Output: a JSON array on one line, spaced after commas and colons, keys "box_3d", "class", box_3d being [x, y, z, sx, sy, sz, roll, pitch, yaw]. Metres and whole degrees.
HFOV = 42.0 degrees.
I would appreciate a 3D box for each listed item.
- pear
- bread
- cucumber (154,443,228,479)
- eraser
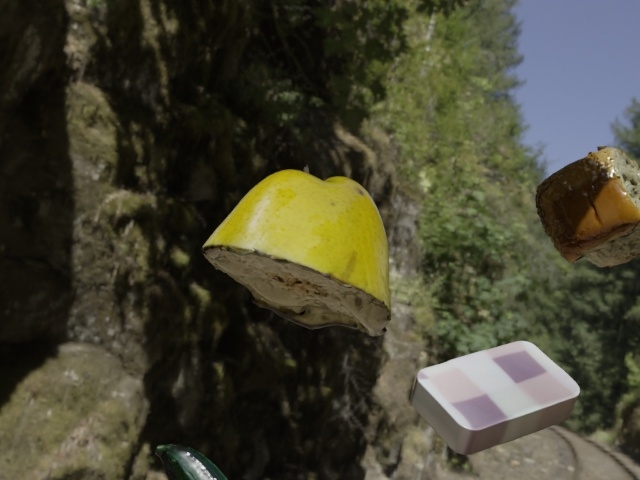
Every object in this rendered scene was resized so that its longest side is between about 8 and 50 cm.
[{"box_3d": [-0.001, -0.001, 1.044, 0.267, 0.178, 0.267, 22, -16, 6], "class": "pear"}, {"box_3d": [0.226, -0.026, 0.670, 0.077, 0.083, 0.070, 15, -43, -35], "class": "bread"}, {"box_3d": [-0.054, 0.280, 0.683, 0.284, 0.056, 0.056, 53, 10, 24], "class": "cucumber"}, {"box_3d": [0.120, 0.106, 0.573, 0.105, 0.026, 0.065, -12, 39, -29], "class": "eraser"}]
